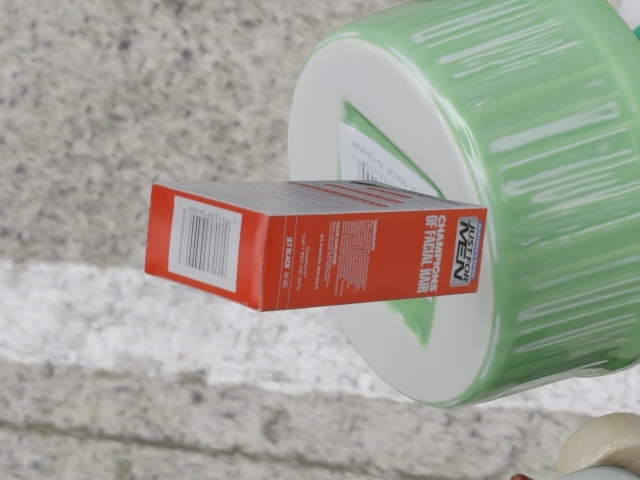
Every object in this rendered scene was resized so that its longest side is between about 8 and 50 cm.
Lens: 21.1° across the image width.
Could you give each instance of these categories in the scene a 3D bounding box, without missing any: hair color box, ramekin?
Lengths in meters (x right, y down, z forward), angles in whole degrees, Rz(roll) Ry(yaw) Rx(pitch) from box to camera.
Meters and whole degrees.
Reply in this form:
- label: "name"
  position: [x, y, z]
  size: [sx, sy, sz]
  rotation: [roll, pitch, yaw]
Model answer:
- label: "hair color box"
  position: [0.000, 0.000, 0.915]
  size: [0.093, 0.167, 0.053]
  rotation: [15, 104, 44]
- label: "ramekin"
  position: [0.102, -0.031, 1.186]
  size: [0.303, 0.148, 0.303]
  rotation: [40, 139, 48]

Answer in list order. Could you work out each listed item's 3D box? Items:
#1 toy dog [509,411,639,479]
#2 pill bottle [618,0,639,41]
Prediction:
- label: "toy dog"
  position: [0.138, 0.270, 1.217]
  size: [0.334, 0.161, 0.220]
  rotation: [-65, 28, 5]
- label: "pill bottle"
  position: [0.399, -0.123, 1.183]
  size: [0.361, 0.204, 0.204]
  rotation: [15, 83, 48]
